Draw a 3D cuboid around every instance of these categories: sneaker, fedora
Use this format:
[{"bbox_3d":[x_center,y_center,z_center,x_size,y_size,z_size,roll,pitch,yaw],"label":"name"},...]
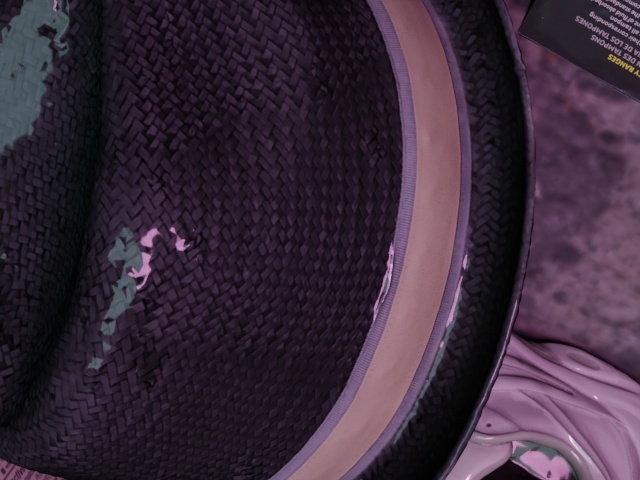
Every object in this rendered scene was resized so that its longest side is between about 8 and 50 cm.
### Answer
[{"bbox_3d":[0.058,0.077,0.858,0.232,0.115,0.090,24,120,3],"label":"sneaker"},{"bbox_3d":[-0.068,-0.016,0.738,0.334,0.152,0.334,-6,81,42],"label":"fedora"}]

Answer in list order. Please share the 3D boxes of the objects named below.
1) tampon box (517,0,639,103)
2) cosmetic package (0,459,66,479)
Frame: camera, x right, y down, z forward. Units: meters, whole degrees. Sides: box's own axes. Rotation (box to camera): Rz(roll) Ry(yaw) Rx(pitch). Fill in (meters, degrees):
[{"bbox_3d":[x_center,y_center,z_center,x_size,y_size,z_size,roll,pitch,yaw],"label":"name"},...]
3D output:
[{"bbox_3d":[0.168,-0.141,0.711,0.101,0.120,0.161,30,121,0],"label":"tampon box"},{"bbox_3d":[-0.223,0.076,0.918,0.129,0.153,0.296,-26,106,25],"label":"cosmetic package"}]
